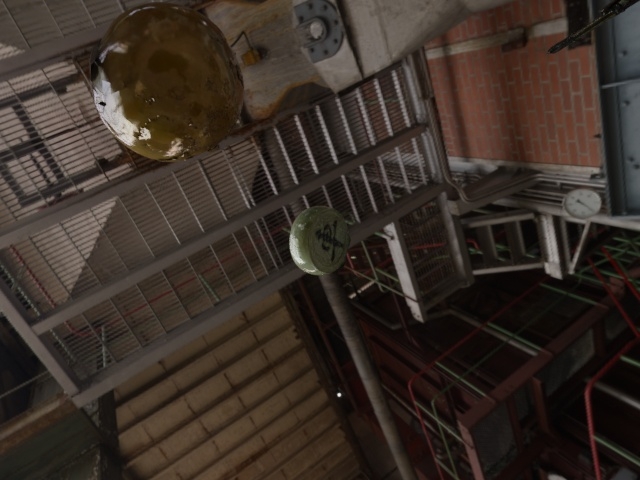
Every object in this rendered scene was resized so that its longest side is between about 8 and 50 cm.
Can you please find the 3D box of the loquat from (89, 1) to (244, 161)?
[{"bbox_3d":[-0.234,-0.238,0.682,0.235,0.235,0.235,-7,-74,-26],"label":"loquat"}]

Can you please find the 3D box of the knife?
[{"bbox_3d":[0.391,-0.304,0.538,0.021,0.222,0.045,51,-138,-14],"label":"knife"}]

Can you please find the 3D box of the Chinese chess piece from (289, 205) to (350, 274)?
[{"bbox_3d":[0.000,0.000,0.523,0.084,0.034,0.084,-6,-83,-51],"label":"Chinese chess piece"}]
